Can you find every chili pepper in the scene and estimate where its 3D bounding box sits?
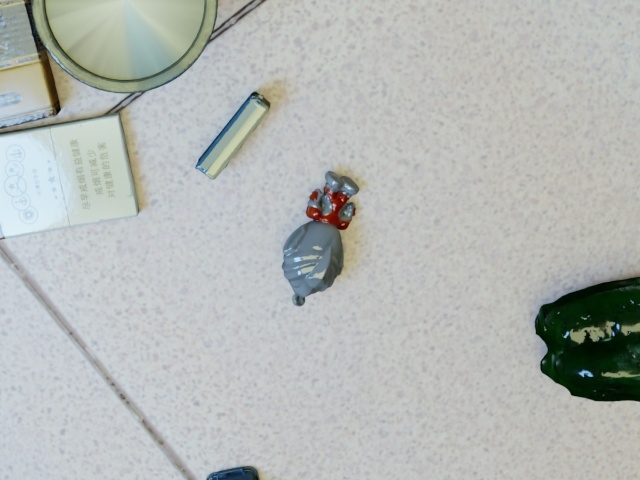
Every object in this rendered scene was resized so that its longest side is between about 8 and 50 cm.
[{"bbox_3d":[0.415,0.128,1.802,0.260,0.174,0.165,-8,78,0],"label":"chili pepper"}]

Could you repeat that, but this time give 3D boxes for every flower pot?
[{"bbox_3d":[-0.222,-0.292,1.651,0.212,0.202,0.212,0,104,-2],"label":"flower pot"}]

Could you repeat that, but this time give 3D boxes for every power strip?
[{"bbox_3d":[-0.109,-0.134,1.766,0.032,0.056,0.123,38,98,-9],"label":"power strip"}]

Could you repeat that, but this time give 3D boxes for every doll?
[{"bbox_3d":[0.000,0.000,1.797,0.094,0.079,0.180,22,87,-31],"label":"doll"}]

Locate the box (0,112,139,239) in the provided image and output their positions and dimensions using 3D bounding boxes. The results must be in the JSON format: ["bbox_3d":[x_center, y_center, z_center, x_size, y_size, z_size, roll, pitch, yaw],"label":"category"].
[{"bbox_3d":[-0.363,-0.077,1.776,0.245,0.035,0.139,-11,103,-1],"label":"box"}]

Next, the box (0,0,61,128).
[{"bbox_3d":[-0.424,-0.254,1.720,0.152,0.070,0.237,-12,101,0],"label":"box"}]

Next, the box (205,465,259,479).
[{"bbox_3d":[-0.112,0.361,1.877,0.074,0.054,0.099,-12,102,-2],"label":"box"}]
